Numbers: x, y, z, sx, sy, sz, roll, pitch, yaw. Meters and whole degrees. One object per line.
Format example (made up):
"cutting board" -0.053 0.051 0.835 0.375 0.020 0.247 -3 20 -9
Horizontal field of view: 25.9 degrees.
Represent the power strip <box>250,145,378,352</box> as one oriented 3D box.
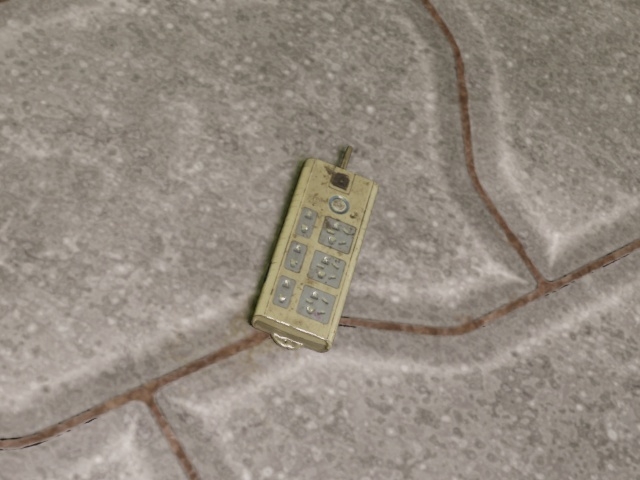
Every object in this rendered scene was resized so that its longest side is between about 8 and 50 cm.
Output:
"power strip" 0.000 0.000 1.547 0.092 0.034 0.268 22 58 -6
